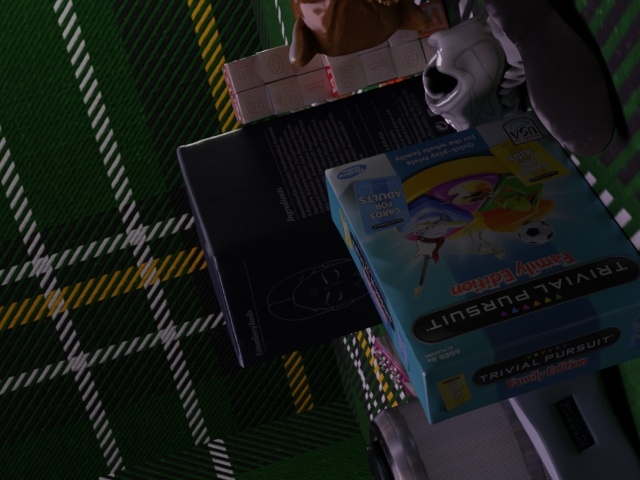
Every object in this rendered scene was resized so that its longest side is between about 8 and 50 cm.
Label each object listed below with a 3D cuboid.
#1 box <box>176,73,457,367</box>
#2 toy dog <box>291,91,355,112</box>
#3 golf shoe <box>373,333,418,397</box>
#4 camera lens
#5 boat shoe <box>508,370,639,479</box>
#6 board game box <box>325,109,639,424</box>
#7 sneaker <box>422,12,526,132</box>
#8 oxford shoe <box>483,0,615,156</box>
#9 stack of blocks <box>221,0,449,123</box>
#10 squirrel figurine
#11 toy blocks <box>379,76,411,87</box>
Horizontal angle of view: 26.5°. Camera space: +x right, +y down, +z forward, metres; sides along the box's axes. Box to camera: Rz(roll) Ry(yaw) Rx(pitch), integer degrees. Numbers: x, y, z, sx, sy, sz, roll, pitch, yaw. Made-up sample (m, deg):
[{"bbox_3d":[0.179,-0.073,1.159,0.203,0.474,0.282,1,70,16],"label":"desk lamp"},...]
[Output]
[{"bbox_3d":[0.024,-0.026,1.968,0.293,0.395,0.212,82,168,-54],"label":"box"},{"bbox_3d":[0.071,-0.188,2.231,0.334,0.161,0.220,61,-163,13],"label":"toy dog"},{"bbox_3d":[0.228,0.246,2.273,0.306,0.140,0.115,47,166,14],"label":"golf shoe"},{"bbox_3d":[0.210,0.293,1.760,0.219,0.274,0.219,163,90,-84],"label":"camera lens"},{"bbox_3d":[0.274,0.159,1.597,0.367,0.136,0.156,64,178,-6],"label":"boat shoe"},{"bbox_3d":[0.174,0.014,1.428,0.336,0.254,0.079,-115,10,-48],"label":"board game box"},{"bbox_3d":[0.172,-0.175,1.571,0.292,0.118,0.110,83,166,-65],"label":"sneaker"},{"bbox_3d":[0.236,-0.173,1.333,0.076,0.076,0.212,20,-136,-60],"label":"oxford shoe"},{"bbox_3d":[0.021,-0.241,1.861,0.171,0.297,0.087,-151,45,-82],"label":"stack of blocks"},{"bbox_3d":[0.015,-0.384,1.596,0.397,0.281,0.370,-132,29,-64],"label":"squirrel figurine"},{"bbox_3d":[0.129,-0.222,2.087,0.148,0.054,0.123,88,164,-65],"label":"toy blocks"}]
